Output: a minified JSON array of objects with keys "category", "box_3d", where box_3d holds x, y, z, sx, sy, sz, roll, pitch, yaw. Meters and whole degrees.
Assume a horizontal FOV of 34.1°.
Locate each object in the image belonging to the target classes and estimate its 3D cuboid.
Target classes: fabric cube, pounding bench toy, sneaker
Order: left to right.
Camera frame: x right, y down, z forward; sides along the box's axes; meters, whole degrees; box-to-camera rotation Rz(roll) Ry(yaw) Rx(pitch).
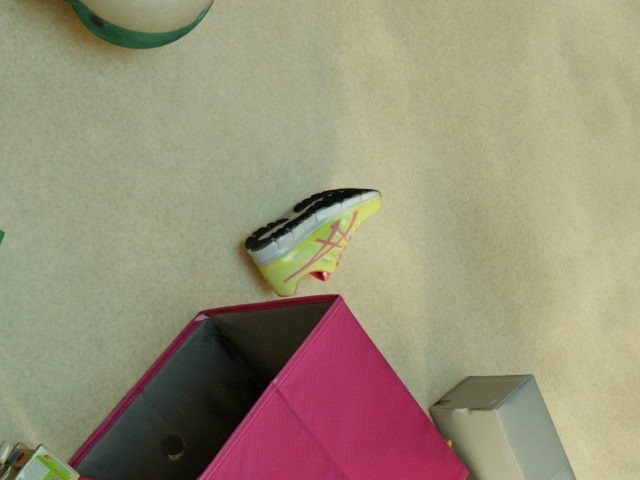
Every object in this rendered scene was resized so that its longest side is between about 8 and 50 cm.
[{"category":"pounding bench toy","box_3d":[-0.293,0.224,1.019,0.083,0.065,0.052,48,57,-23]},{"category":"fabric cube","box_3d":[-0.055,0.241,1.092,0.258,0.254,0.259,55,53,-21]},{"category":"sneaker","box_3d":[0.000,0.000,1.297,0.209,0.081,0.094,-31,110,-32]}]

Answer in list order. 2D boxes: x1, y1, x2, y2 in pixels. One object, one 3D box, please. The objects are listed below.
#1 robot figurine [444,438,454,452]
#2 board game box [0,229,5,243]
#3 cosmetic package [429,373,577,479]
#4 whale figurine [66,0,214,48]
[{"category":"robot figurine","box_3d":[0.105,0.400,1.306,0.291,0.085,0.211,-44,110,-36]},{"category":"board game box","box_3d":[-0.424,0.074,0.902,0.213,0.046,0.317,35,49,-31]},{"category":"cosmetic package","box_3d":[0.260,0.306,1.423,0.107,0.127,0.237,-28,103,-38]},{"category":"whale figurine","box_3d":[-0.239,-0.319,1.131,0.272,0.141,0.216,37,58,-1]}]
